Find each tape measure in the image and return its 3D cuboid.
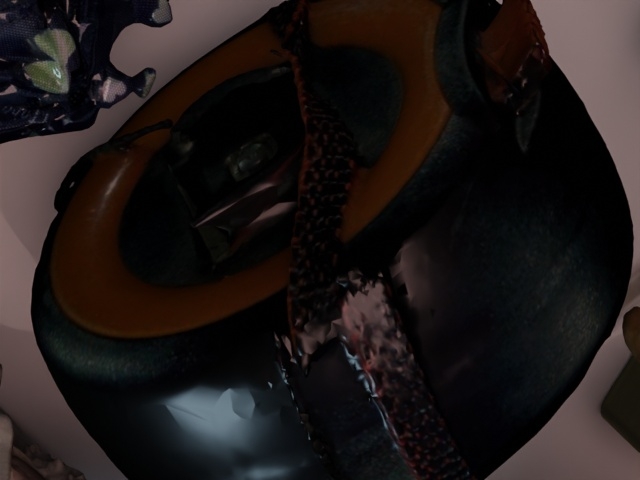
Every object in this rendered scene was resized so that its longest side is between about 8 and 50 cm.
[{"bbox_3d":[0.000,0.000,0.585,0.202,0.223,0.135,-37,118,1],"label":"tape measure"}]

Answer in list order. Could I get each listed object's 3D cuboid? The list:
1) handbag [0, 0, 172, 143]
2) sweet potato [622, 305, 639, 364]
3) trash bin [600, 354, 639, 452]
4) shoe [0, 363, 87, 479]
[{"bbox_3d":[-0.180,-0.095,0.572,0.260,0.113,0.162,-16,115,-17],"label":"handbag"},{"bbox_3d":[0.147,0.185,0.478,0.095,0.106,0.355,21,63,-56],"label":"sweet potato"},{"bbox_3d":[0.173,0.088,0.736,0.092,0.061,0.043,27,98,-16],"label":"trash bin"},{"bbox_3d":[-0.179,0.130,0.618,0.351,0.172,0.198,38,57,-2],"label":"shoe"}]
